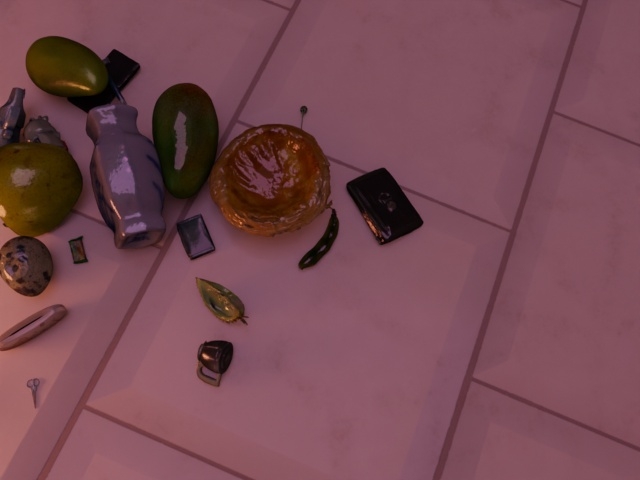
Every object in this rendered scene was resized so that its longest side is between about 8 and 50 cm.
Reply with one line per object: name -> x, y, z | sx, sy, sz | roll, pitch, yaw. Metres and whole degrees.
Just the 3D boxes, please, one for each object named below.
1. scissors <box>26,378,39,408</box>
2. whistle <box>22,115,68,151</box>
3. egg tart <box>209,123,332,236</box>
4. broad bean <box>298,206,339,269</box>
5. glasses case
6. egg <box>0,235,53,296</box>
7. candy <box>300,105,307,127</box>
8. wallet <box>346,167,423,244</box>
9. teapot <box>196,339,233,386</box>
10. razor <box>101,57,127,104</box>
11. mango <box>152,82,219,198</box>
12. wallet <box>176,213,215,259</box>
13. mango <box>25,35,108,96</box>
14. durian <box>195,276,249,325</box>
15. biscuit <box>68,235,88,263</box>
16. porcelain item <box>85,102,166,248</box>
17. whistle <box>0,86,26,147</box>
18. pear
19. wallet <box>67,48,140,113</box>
scissors -> -0.803, 0.429, 1.554 | 0.036, 0.006, 0.083 | -12, 73, -6
whistle -> -0.855, -0.294, 1.742 | 0.106, 0.102, 0.253 | -12, 59, -51
egg tart -> -0.147, -0.175, 1.723 | 0.388, 0.169, 0.388 | 0, 69, -1
broad bean -> 0.005, 0.002, 1.740 | 0.069, 0.039, 0.227 | 28, 71, -1
glasses case -> -0.820, 0.247, 1.576 | 0.204, 0.081, 0.051 | -33, 79, -12
egg -> -0.848, 0.075, 1.599 | 0.141, 0.141, 0.181 | -18, 83, -10
candy -> -0.059, -0.418, 1.888 | 0.023, 0.025, 0.083 | -1, 79, 25
wallet -> 0.204, -0.118, 1.792 | 0.168, 0.052, 0.245 | -26, 73, -16
teapot -> -0.310, 0.340, 1.579 | 0.091, 0.092, 0.124 | 12, 64, 17
razor -> -0.693, -0.524, 1.835 | 0.068, 0.037, 0.191 | -30, 76, -11
mango -> -0.419, -0.310, 1.714 | 0.201, 0.225, 0.382 | 3, 73, -7
wallet -> -0.387, -0.010, 1.721 | 0.088, 0.026, 0.129 | -23, 76, -7
mango -> -0.805, -0.543, 1.773 | 0.343, 0.156, 0.192 | 27, 78, 28
durian -> -0.283, 0.184, 1.624 | 0.215, 0.100, 0.086 | 37, 76, 15
biscuit -> -0.737, 0.030, 1.687 | 0.046, 0.016, 0.089 | -17, 74, -10
porcelain item -> -0.578, -0.189, 1.659 | 0.178, 0.242, 0.405 | -12, 77, -31
whistle -> -0.981, -0.350, 1.734 | 0.093, 0.180, 0.269 | 15, 87, -41
pear -> -0.835, -0.169, 1.637 | 0.239, 0.139, 0.288 | -16, 91, -6
wallet -> -0.728, -0.532, 1.870 | 0.124, 0.025, 0.244 | 33, 76, 9
